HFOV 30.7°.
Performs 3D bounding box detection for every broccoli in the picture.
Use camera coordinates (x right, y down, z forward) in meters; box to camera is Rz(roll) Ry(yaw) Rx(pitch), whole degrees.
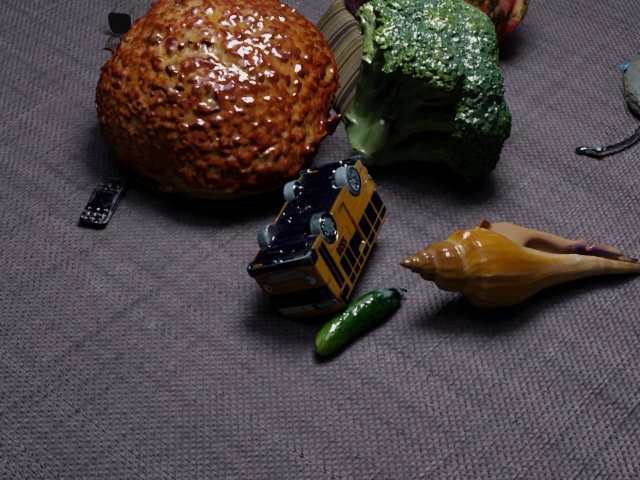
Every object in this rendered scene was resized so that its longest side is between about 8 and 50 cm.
[{"bbox_3d":[0.138,-0.204,1.543,0.269,0.241,0.261,14,42,-54],"label":"broccoli"}]

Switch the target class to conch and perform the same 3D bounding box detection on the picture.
[{"bbox_3d":[0.241,0.036,1.397,0.330,0.093,0.109,7,18,-26],"label":"conch"}]

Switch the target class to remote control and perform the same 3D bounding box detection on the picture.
[{"bbox_3d":[-0.281,-0.051,1.514,0.039,0.014,0.096,9,42,8],"label":"remote control"}]

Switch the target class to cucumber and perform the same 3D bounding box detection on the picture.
[{"bbox_3d":[0.046,0.086,1.357,0.155,0.037,0.037,-32,51,-34],"label":"cucumber"}]

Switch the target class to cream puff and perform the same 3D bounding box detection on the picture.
[{"bbox_3d":[-0.133,-0.211,1.548,0.350,0.229,0.350,2,43,-2],"label":"cream puff"}]

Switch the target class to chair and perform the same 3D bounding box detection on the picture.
[{"bbox_3d":[-0.313,-0.334,1.817,0.037,0.042,0.086,3,40,6],"label":"chair"}]

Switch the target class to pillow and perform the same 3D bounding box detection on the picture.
[{"bbox_3d":[0.033,-0.268,1.726,0.038,0.113,0.203,23,26,-40],"label":"pillow"}]

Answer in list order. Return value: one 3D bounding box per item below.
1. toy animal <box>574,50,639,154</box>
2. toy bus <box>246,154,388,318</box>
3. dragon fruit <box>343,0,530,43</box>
[{"bbox_3d":[0.457,-0.195,1.692,0.079,0.070,0.253,-8,40,46],"label":"toy animal"},{"bbox_3d":[0.000,0.000,1.392,0.098,0.114,0.201,-13,32,31],"label":"toy bus"},{"bbox_3d":[0.189,-0.394,1.757,0.291,0.269,0.250,-16,54,-17],"label":"dragon fruit"}]
